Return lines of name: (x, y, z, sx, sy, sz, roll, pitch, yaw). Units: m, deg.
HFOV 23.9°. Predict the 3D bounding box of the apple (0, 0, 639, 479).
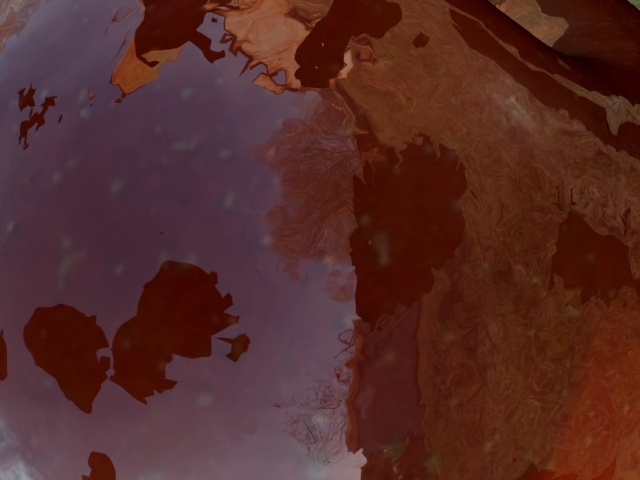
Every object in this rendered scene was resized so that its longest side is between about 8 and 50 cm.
apple: (0.000, 0.000, 0.466, 0.216, 0.260, 0.260, -57, 47, 28)
